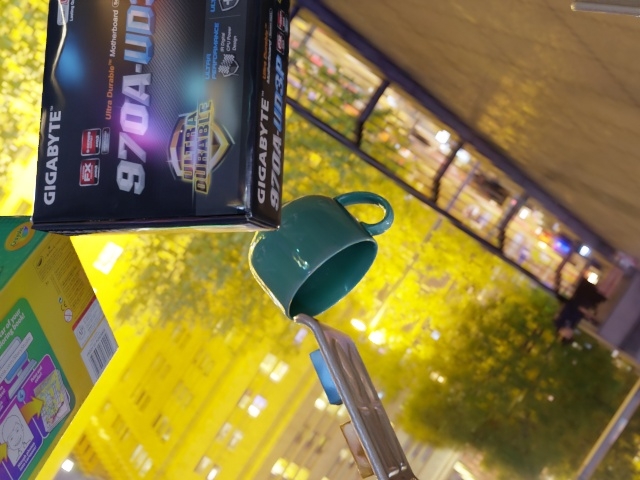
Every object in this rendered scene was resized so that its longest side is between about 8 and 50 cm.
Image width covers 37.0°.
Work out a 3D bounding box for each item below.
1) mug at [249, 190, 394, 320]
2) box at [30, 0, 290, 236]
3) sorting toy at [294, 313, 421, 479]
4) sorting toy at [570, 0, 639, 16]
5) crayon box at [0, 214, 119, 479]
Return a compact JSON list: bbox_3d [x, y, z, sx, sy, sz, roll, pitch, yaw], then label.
[{"bbox_3d":[-0.005,0.007,1.078,0.158,0.129,0.097,-25,-119,-36],"label":"mug"},{"bbox_3d":[-0.111,-0.114,0.672,0.175,0.220,0.051,-1,171,22],"label":"box"},{"bbox_3d":[0.041,0.176,0.987,0.208,0.038,0.193,61,-175,15],"label":"sorting toy"},{"bbox_3d":[0.483,-0.339,1.143,0.307,0.229,0.041,18,157,38],"label":"sorting toy"},{"bbox_3d":[-0.290,0.122,0.821,0.081,0.278,0.165,0,126,20],"label":"crayon box"}]
